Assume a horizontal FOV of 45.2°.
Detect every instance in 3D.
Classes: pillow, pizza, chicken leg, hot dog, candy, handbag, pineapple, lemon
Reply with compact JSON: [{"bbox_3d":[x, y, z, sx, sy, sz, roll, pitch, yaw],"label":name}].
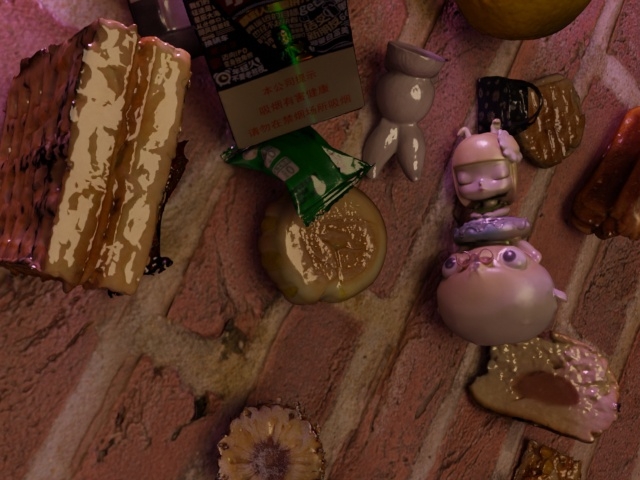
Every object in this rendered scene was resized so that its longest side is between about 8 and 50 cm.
[{"bbox_3d":[-0.193,-0.361,1.048,0.186,0.106,0.249,-22,108,-25],"label":"pillow"},{"bbox_3d":[0.440,0.458,1.499,0.182,0.062,0.161,-28,100,-27],"label":"pizza"},{"bbox_3d":[-0.243,-0.034,1.047,0.105,0.063,0.233,12,83,-37],"label":"chicken leg"},{"bbox_3d":[0.640,-0.133,1.567,0.348,0.158,0.117,-55,135,-24],"label":"hot dog"},{"bbox_3d":[-0.032,-0.121,1.118,0.141,0.203,0.078,-27,139,-34],"label":"candy"},{"bbox_3d":[0.346,-0.244,1.377,0.072,0.139,0.115,-1,92,-25],"label":"handbag"},{"bbox_3d":[-0.064,0.318,1.138,0.162,0.137,0.175,-11,83,6],"label":"pineapple"},{"bbox_3d":[0.352,-0.468,1.316,0.267,0.267,0.267,-1,91,-33],"label":"lemon"}]

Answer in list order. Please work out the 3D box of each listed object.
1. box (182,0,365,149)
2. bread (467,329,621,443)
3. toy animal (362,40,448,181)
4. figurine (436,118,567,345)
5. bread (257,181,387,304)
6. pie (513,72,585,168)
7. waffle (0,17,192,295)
[{"bbox_3d":[-0.063,-0.278,1.007,0.198,0.084,0.310,-19,142,-2],"label":"box"},{"bbox_3d":[0.428,0.263,1.397,0.224,0.211,0.183,21,87,-37],"label":"bread"},{"bbox_3d":[0.135,-0.212,1.277,0.104,0.131,0.220,10,111,-6],"label":"toy animal"},{"bbox_3d":[0.308,-0.015,1.362,0.274,0.227,0.394,9,73,-63],"label":"figurine"},{"bbox_3d":[0.000,0.000,1.180,0.213,0.105,0.213,0,90,-29],"label":"bread"},{"bbox_3d":[0.442,-0.230,1.495,0.195,0.046,0.195,1,89,-32],"label":"pie"},{"bbox_3d":[-0.279,-0.077,0.840,0.114,0.376,0.260,17,83,-33],"label":"waffle"}]
